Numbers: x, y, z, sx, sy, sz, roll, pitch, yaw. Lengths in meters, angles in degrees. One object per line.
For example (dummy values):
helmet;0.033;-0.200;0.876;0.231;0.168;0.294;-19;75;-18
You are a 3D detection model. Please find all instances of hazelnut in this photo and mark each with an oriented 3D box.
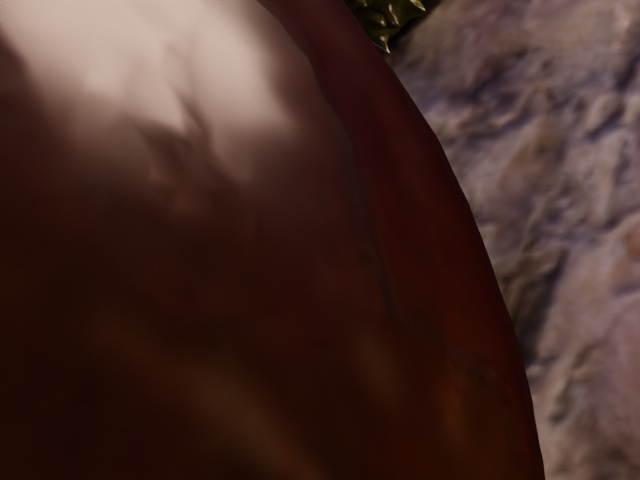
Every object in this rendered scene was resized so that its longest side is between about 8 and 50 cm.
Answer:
hazelnut;-0.164;0.082;0.448;0.429;0.402;0.402;-17;41;23

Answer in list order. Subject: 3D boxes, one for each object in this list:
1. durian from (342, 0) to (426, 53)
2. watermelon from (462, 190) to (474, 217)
durian;-0.054;-0.164;0.804;0.200;0.176;0.237;-52;45;15
watermelon;0.005;0.005;0.617;0.109;0.109;0.109;-23;39;20
